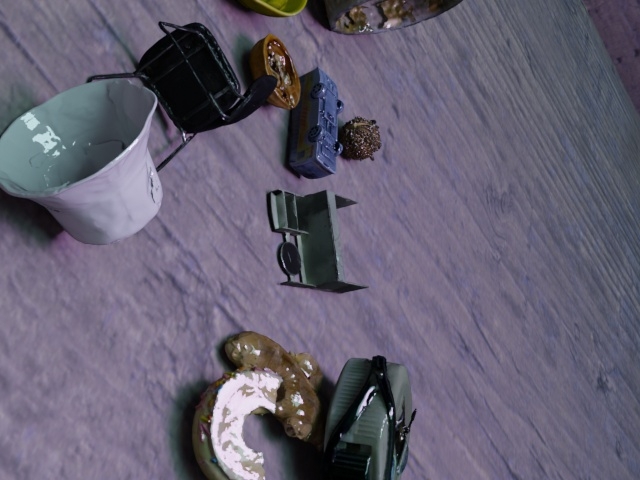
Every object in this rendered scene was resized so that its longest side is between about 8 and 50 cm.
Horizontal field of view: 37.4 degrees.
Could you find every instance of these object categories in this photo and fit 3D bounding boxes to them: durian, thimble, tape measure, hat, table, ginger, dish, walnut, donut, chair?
[{"bbox_3d":[0.072,-0.173,1.643,0.091,0.080,0.080,59,35,-26],"label":"durian"},{"bbox_3d":[0.128,-0.482,1.690,0.271,0.271,0.150,-9,85,-57],"label":"thimble"},{"bbox_3d":[0.072,0.289,1.347,0.235,0.115,0.207,-67,159,-45],"label":"tape measure"},{"bbox_3d":[-0.250,-0.074,1.046,0.203,0.203,0.126,-69,151,-44],"label":"hat"},{"bbox_3d":[0.000,0.000,1.470,0.175,0.062,0.146,14,65,-57],"label":"table"},{"bbox_3d":[-0.052,0.201,1.300,0.214,0.059,0.133,38,42,-45],"label":"ginger"},{"bbox_3d":[-0.090,-0.423,1.500,0.149,0.080,0.208,61,38,-24],"label":"dish"},{"bbox_3d":[-0.078,-0.257,1.473,0.091,0.052,0.121,-21,96,-59],"label":"walnut"},{"bbox_3d":[-0.113,0.231,1.178,0.108,0.065,0.166,29,60,-31],"label":"donut"},{"bbox_3d":[-0.166,-0.204,1.242,0.145,0.140,0.221,57,27,-6],"label":"chair"}]

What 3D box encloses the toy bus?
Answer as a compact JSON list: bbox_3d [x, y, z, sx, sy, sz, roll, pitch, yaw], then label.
[{"bbox_3d":[-0.009,-0.189,1.525,0.064,0.075,0.190,38,45,-45],"label":"toy bus"}]
